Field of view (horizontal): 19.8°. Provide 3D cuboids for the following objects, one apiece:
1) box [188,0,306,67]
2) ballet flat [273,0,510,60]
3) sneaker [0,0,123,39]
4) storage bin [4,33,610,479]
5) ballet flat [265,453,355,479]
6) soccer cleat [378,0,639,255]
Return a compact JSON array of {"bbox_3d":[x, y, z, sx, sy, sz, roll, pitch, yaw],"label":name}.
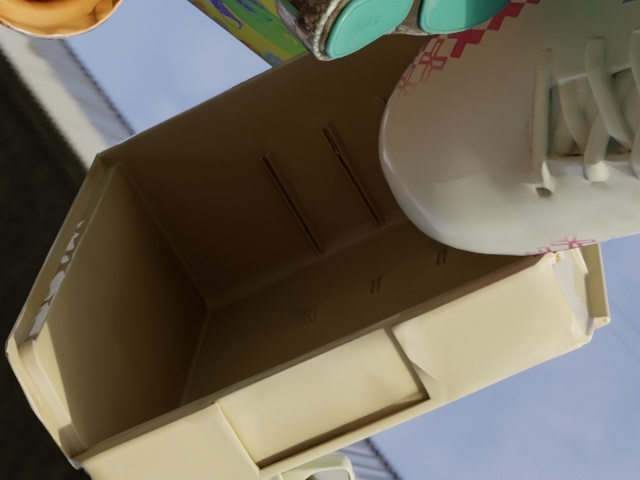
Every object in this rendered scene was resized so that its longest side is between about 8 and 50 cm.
[{"bbox_3d":[0.020,-0.289,1.206,0.177,0.290,0.279,39,-103,16],"label":"box"},{"bbox_3d":[0.024,-0.088,0.613,0.041,0.114,0.041,12,-69,35],"label":"ballet flat"},{"bbox_3d":[-0.130,-0.081,0.528,0.180,0.321,0.124,33,-115,20],"label":"sneaker"},{"bbox_3d":[0.000,0.000,0.944,0.262,0.123,0.260,-24,-159,15],"label":"storage bin"},{"bbox_3d":[-0.025,0.148,1.275,0.086,0.248,0.086,-19,-152,11],"label":"ballet flat"},{"bbox_3d":[0.143,-0.065,0.623,0.331,0.143,0.116,-24,-74,32],"label":"soccer cleat"}]
